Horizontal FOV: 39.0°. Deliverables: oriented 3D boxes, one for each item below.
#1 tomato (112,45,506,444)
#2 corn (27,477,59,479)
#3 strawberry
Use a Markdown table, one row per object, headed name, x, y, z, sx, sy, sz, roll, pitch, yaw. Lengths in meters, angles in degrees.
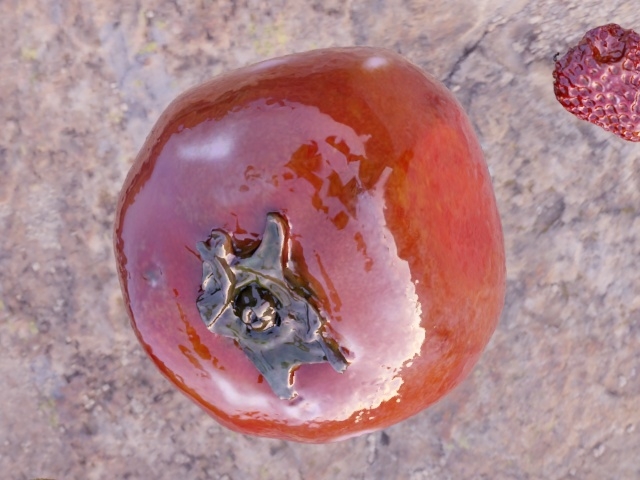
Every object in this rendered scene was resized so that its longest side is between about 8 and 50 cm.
| name | x | y | z | sx | sy | sz | roll | pitch | yaw |
| --- | --- | --- | --- | --- | --- | --- | --- | --- | --- |
| tomato | 0.000 | 0.000 | 0.768 | 0.293 | 0.290 | 0.325 | -22 | 101 | 25 |
| corn | -0.183 | 0.190 | 0.660 | 0.028 | 0.083 | 0.027 | -20 | 58 | 63 |
| strawberry | 0.200 | -0.105 | 0.612 | 0.083 | 0.073 | 0.073 | 43 | 123 | 15 |
